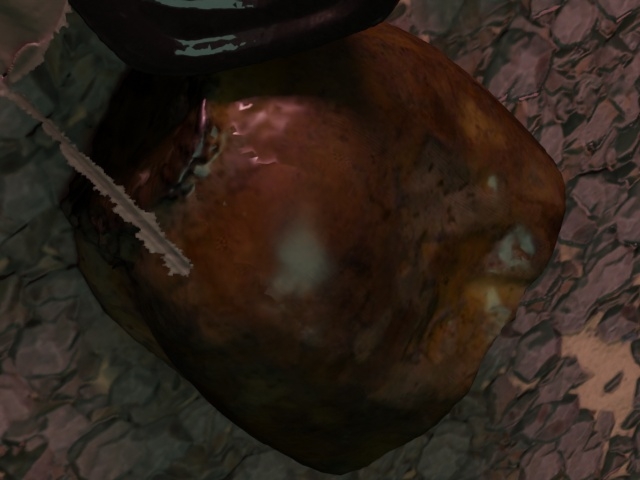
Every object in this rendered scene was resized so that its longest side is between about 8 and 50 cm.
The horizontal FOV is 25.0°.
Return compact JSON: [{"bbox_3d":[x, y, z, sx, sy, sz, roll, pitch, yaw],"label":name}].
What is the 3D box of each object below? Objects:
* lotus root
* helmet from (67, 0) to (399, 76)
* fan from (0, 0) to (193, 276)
[{"bbox_3d":[0.000,-0.015,0.851,0.267,0.149,0.260,-52,133,-2],"label":"lotus root"},{"bbox_3d":[-0.058,-0.220,0.688,0.198,0.154,0.253,-14,143,3],"label":"helmet"},{"bbox_3d":[-0.166,-0.091,0.696,0.190,0.009,0.329,-31,120,23],"label":"fan"}]
